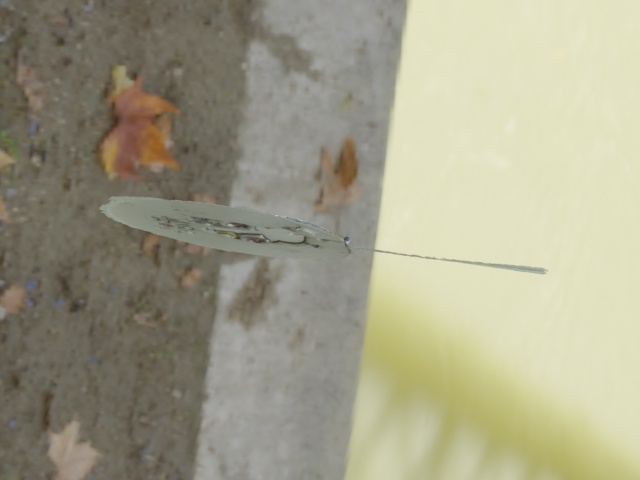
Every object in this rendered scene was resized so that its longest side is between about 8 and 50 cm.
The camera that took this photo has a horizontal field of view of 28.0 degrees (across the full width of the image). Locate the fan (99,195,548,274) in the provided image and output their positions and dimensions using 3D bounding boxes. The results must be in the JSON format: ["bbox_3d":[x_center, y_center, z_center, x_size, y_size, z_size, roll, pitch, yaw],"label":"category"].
[{"bbox_3d":[0.000,-0.001,1.175,0.233,0.415,0.012,58,40,-78],"label":"fan"}]
